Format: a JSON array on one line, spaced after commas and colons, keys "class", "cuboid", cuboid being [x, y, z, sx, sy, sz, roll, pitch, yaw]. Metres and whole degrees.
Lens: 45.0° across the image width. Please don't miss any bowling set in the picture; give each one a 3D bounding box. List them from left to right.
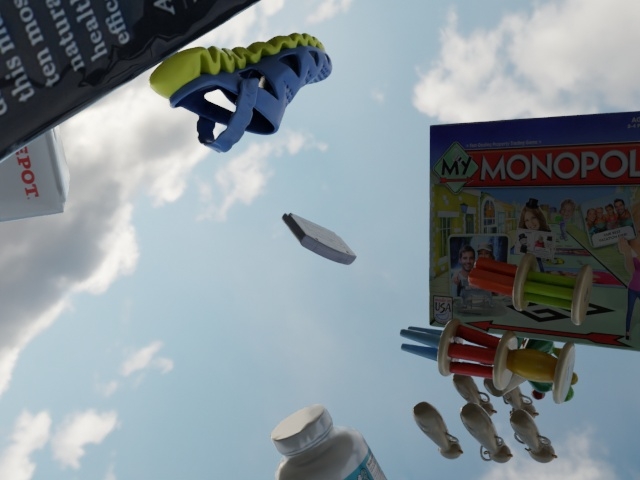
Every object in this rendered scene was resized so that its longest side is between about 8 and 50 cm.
[{"class": "bowling set", "cuboid": [0.343, 0.321, 1.489, 0.287, 0.154, 0.200, -4, -140, 47]}]

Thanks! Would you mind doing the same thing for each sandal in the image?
[{"class": "sandal", "cuboid": [-0.096, -0.212, 1.114, 0.317, 0.138, 0.126, -26, -179, -42]}]

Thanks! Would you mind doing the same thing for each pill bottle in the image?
[{"class": "pill bottle", "cuboid": [0.029, 0.375, 1.127, 0.146, 0.264, 0.146, -29, -173, 4]}]

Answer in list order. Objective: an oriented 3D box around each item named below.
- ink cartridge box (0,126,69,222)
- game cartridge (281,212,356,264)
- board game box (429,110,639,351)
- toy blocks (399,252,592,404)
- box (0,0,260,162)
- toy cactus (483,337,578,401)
[{"class": "ink cartridge box", "cuboid": [-0.407, -0.113, 0.767, 0.273, 0.198, 0.115, -10, -156, -11]}, {"class": "game cartridge", "cuboid": [0.000, 0.000, 0.830, 0.017, 0.083, 0.056, -56, -137, 12]}, {"class": "board game box", "cuboid": [0.249, -0.010, 0.722, 0.317, 0.046, 0.213, 2, -85, 38]}, {"class": "toy blocks", "cuboid": [0.150, 0.066, 0.677, 0.148, 0.054, 0.123, 10, -105, 28]}, {"class": "box", "cuboid": [-0.325, -0.212, 0.384, 0.480, 0.297, 0.472, 18, -135, 35]}, {"class": "toy cactus", "cuboid": [0.290, 0.152, 1.100, 0.180, 0.218, 0.112, -33, -152, -32]}]
